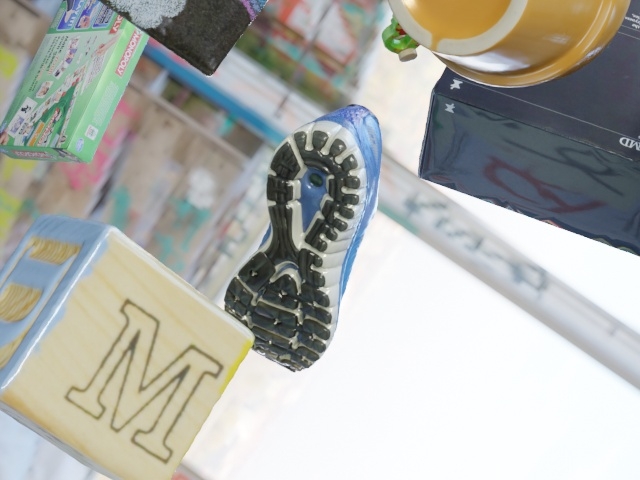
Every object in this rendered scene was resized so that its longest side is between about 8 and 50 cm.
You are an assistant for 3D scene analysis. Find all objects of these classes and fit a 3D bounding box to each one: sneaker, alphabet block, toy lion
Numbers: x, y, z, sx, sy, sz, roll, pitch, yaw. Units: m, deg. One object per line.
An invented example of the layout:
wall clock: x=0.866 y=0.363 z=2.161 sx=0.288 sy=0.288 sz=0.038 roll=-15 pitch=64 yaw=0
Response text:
sneaker: x=0.000 y=0.000 z=1.681 sx=0.147 sy=0.130 sz=0.330 roll=-46 pitch=161 yaw=-51
alphabet block: x=-0.219 y=0.108 z=1.564 sx=0.193 sy=0.197 sz=0.192 roll=-57 pitch=-153 yaw=-12
toy lion: x=0.114 y=-0.255 z=1.896 sx=0.100 sy=0.034 sz=0.096 roll=-25 pitch=158 yaw=27

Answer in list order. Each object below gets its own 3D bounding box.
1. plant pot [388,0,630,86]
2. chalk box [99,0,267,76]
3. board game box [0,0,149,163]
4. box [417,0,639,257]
plant pot: x=0.147 y=-0.229 z=1.376 sx=0.205 sy=0.205 sz=0.188 roll=-57 pitch=165 yaw=23
chalk box: x=-0.101 y=-0.319 z=1.312 sx=0.289 sy=0.179 sz=0.180 roll=-53 pitch=142 yaw=5
board game box: x=-0.334 y=-0.261 z=2.278 sx=0.213 sy=0.046 sz=0.317 roll=7 pitch=-111 yaw=49
box: x=0.339 y=-0.184 z=2.027 sx=0.179 sy=0.343 sz=0.312 roll=95 pitch=19 yaw=-53
